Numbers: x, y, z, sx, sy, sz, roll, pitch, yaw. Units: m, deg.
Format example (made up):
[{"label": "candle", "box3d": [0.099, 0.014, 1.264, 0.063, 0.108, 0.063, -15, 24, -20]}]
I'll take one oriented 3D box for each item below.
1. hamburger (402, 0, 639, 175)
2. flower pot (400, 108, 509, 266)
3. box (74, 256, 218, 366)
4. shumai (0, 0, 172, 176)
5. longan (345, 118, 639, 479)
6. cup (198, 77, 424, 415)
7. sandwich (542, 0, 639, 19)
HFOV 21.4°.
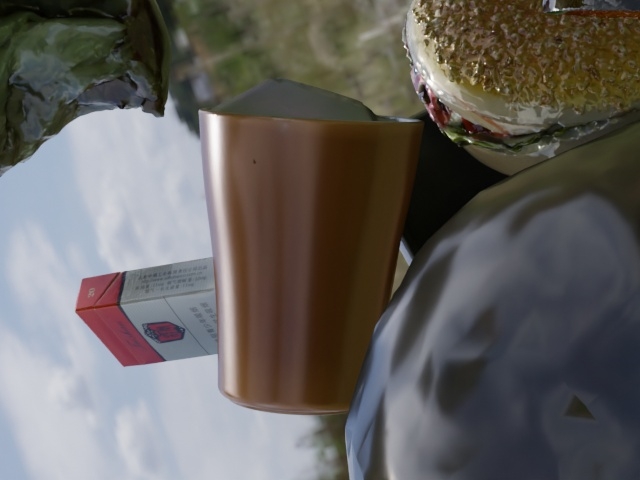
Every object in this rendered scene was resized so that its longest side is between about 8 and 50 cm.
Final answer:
[{"label": "hamburger", "box3d": [0.230, -0.197, 1.657, 0.170, 0.302, 0.302, 67, -178, -50]}, {"label": "flower pot", "box3d": [0.241, 0.002, 1.701, 0.379, 0.379, 0.251, -110, 5, -67]}, {"label": "box", "box3d": [-0.139, 0.068, 1.585, 0.100, 0.152, 0.048, 58, -146, -43]}, {"label": "shumai", "box3d": [-0.248, -0.147, 1.345, 0.261, 0.222, 0.225, 24, 112, 52]}, {"label": "longan", "box3d": [0.231, 0.119, 1.072, 0.404, 0.436, 0.404, 49, -159, -27]}, {"label": "cup", "box3d": [0.000, 0.000, 1.397, 0.226, 0.182, 0.263, -6, -78, -54]}, {"label": "sandwich", "box3d": [0.182, -0.130, 0.877, 0.067, 0.135, 0.029, -16, -72, -78]}]
